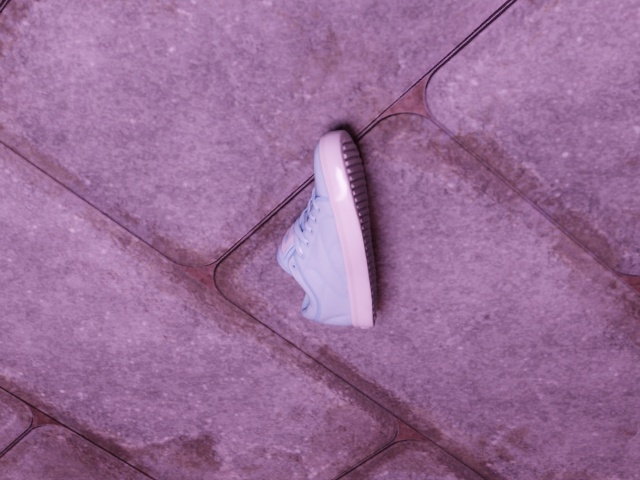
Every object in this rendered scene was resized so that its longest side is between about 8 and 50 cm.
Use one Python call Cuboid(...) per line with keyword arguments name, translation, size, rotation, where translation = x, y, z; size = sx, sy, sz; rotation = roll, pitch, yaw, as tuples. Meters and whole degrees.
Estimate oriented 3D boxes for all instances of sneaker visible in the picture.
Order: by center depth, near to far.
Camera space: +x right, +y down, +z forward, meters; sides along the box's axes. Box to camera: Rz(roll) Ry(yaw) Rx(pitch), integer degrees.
Cuboid(name="sneaker", translation=(0.000, 0.000, 1.565), size=(0.150, 0.135, 0.366), rotation=(-3, 127, 7))
